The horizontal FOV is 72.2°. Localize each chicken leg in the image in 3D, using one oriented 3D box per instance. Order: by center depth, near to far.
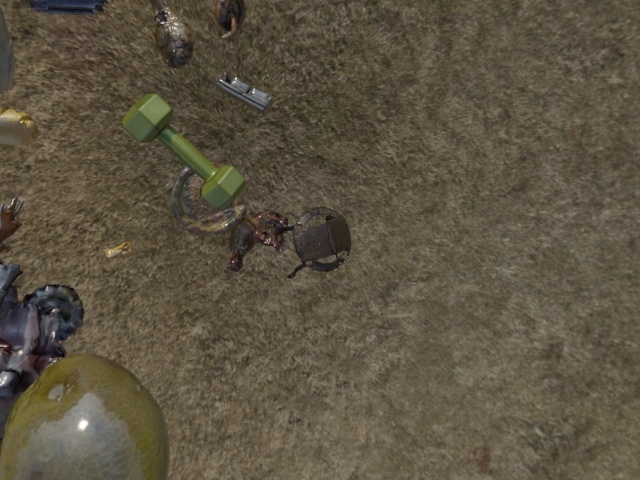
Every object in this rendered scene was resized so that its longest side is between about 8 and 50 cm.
[{"bbox_3d":[-0.343,-0.490,0.983,0.085,0.069,0.197,-17,101,26],"label":"chicken leg"},{"bbox_3d":[-0.231,-0.004,1.580,0.323,0.177,0.083,-24,155,-37],"label":"chicken leg"}]

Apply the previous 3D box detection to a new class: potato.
[{"bbox_3d":[-0.261,0.245,0.487,0.160,0.178,0.234,9,69,-43],"label":"potato"}]

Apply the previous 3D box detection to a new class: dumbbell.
[{"bbox_3d":[-0.314,-0.205,1.034,0.108,0.121,0.302,-47,112,-3],"label":"dumbbell"}]

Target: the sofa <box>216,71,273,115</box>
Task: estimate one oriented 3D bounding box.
[{"bbox_3d":[-0.203,-0.409,1.208,0.147,0.085,0.060,28,95,-3],"label":"sofa"}]

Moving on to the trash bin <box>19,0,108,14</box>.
[{"bbox_3d":[-0.563,-0.605,0.918,0.163,0.184,0.234,-19,124,-36],"label":"trash bin"}]

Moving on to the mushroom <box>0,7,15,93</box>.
[{"bbox_3d":[-0.464,-0.288,0.577,0.092,0.223,0.081,-8,67,-32],"label":"mushroom"}]

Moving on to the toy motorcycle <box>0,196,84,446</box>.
[{"bbox_3d":[-0.441,0.131,0.595,0.207,0.134,0.400,20,75,-43],"label":"toy motorcycle"}]

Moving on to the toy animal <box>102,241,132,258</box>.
[{"bbox_3d":[-0.712,0.034,1.539,0.084,0.081,0.060,-15,127,9],"label":"toy animal"}]

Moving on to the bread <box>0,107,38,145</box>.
[{"bbox_3d":[-0.980,-0.355,1.363,0.178,0.084,0.119,4,133,-25],"label":"bread"}]

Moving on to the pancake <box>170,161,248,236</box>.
[{"bbox_3d":[-0.357,-0.134,1.407,0.250,0.031,0.249,-3,96,-29],"label":"pancake"}]

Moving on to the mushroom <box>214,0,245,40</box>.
[{"bbox_3d":[-0.317,-0.777,1.519,0.080,0.135,0.170,10,89,25],"label":"mushroom"}]

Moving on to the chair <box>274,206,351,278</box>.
[{"bbox_3d":[0.000,0.000,1.120,0.149,0.213,0.174,-15,92,16],"label":"chair"}]
